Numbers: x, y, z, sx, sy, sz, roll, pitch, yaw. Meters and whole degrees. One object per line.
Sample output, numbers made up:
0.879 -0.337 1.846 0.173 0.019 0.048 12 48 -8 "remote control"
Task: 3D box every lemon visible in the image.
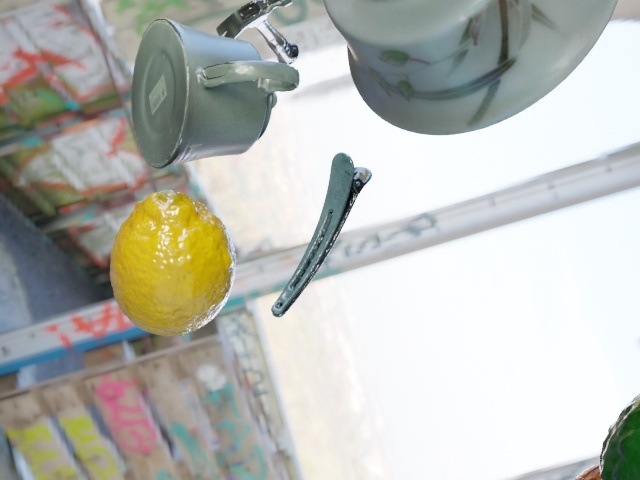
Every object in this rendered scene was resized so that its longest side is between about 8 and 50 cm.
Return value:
-0.165 0.024 1.363 0.142 0.142 0.187 -105 -163 -51 "lemon"

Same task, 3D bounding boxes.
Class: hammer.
-0.070 -0.292 1.734 0.033 0.111 0.288 63 7 8 "hammer"

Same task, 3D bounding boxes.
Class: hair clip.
0.000 0.000 1.903 0.083 0.048 0.275 29 85 -61 "hair clip"

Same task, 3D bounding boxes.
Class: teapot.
-0.109 -0.159 1.349 0.239 0.149 0.162 -17 -105 59 "teapot"

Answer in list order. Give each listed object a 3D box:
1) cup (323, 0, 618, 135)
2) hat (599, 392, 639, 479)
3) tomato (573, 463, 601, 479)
0.134 -0.300 1.310 0.163 0.347 0.347 34 32 -47 "cup"
0.359 0.239 1.055 0.400 0.285 0.285 0 69 -49 "hat"
0.322 0.318 1.367 0.069 0.156 0.155 170 -96 -75 "tomato"
